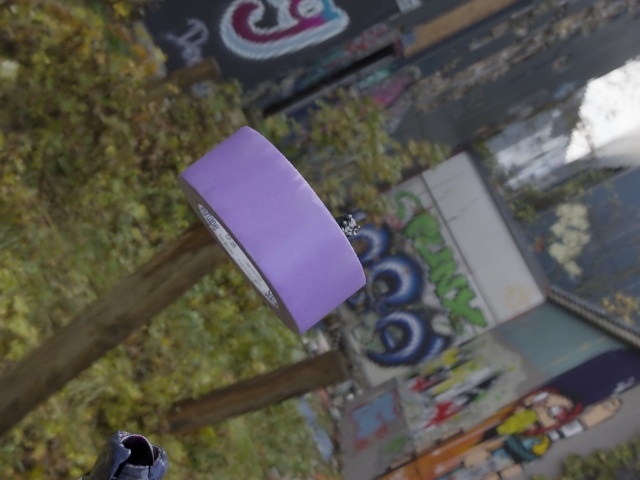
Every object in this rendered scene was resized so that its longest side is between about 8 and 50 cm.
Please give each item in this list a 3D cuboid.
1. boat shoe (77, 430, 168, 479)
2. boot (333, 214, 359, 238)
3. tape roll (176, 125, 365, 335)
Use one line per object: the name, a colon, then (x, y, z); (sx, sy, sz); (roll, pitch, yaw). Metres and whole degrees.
boat shoe: (-0.274, 0.342, 1.491); (0.127, 0.158, 0.340); (23, -7, -13)
boot: (-0.001, 0.000, 1.793); (0.045, 0.121, 0.099); (63, 32, -17)
tape roll: (-0.047, -0.009, 1.002); (0.189, 0.080, 0.189); (50, -10, 12)
